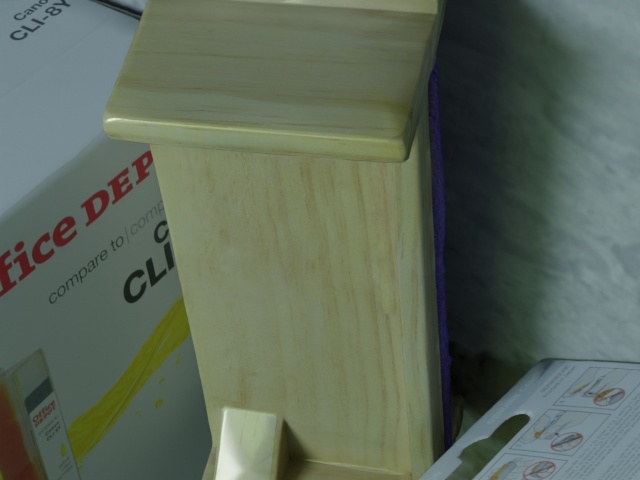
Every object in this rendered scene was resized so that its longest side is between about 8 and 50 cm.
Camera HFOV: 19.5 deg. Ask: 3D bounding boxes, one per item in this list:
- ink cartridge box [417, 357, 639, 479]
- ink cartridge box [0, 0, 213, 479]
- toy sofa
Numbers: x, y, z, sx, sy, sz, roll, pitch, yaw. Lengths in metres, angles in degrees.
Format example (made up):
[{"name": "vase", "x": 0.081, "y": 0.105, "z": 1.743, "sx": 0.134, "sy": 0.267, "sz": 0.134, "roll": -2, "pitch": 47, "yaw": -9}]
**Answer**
[{"name": "ink cartridge box", "x": 0.162, "y": 0.133, "z": 0.956, "sx": 0.232, "sy": 0.189, "sz": 0.066, "roll": -7, "pitch": 115, "yaw": 49}, {"name": "ink cartridge box", "x": -0.181, "y": 0.077, "z": 1.171, "sx": 0.160, "sy": 0.279, "sz": 0.384, "roll": 22, "pitch": 138, "yaw": 31}, {"name": "toy sofa", "x": 0.000, "y": 0.000, "z": 1.028, "sx": 0.150, "sy": 0.177, "sz": 0.362, "roll": 6, "pitch": 139, "yaw": 12}]
